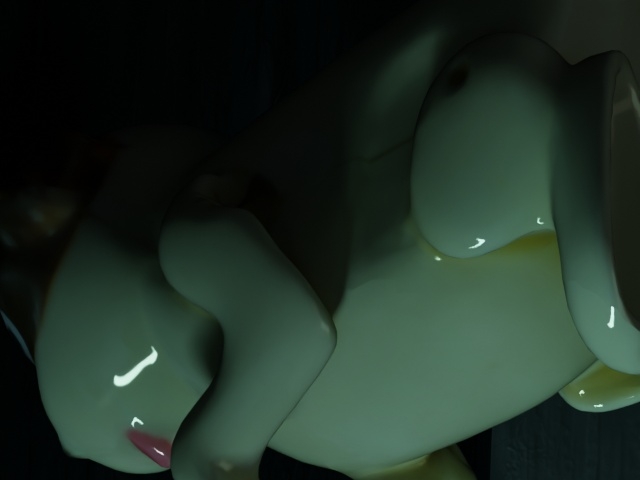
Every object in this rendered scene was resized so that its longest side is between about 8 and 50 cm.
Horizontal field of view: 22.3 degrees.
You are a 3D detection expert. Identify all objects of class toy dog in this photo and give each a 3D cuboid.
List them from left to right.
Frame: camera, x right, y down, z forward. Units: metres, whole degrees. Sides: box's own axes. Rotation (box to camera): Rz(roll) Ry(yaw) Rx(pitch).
[{"bbox_3d":[0.000,0.000,0.908,0.284,0.407,0.396,36,45,-57],"label":"toy dog"}]
